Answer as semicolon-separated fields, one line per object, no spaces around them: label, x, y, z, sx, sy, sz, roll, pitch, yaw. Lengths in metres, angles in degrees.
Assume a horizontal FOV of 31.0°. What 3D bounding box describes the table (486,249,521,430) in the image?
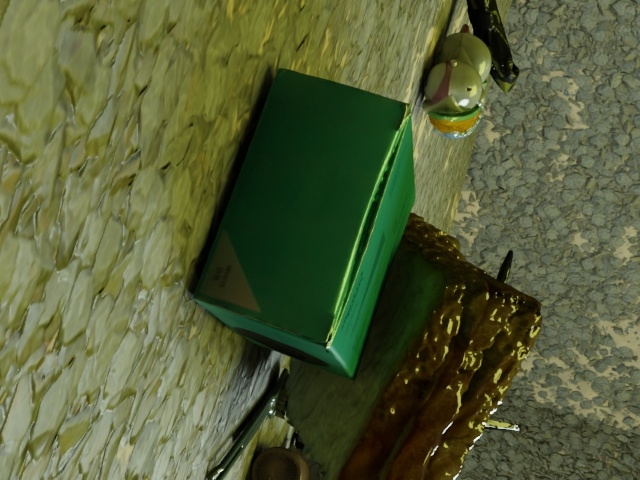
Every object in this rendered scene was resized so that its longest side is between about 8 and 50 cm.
table;0.101;0.120;1.583;0.317;0.317;0.249;59;36;-78

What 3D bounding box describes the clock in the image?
clock;0.226;-0.259;1.909;0.231;0.103;0.144;-71;161;-50

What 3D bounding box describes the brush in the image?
brush;-0.070;0.208;1.268;0.266;0.027;0.062;-46;152;-70

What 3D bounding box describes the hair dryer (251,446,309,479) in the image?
hair dryer;-0.075;0.340;1.418;0.181;0.064;0.117;-63;171;-10

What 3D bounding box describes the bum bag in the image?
bum bag;0.289;-0.365;1.968;0.107;0.060;0.232;-154;-129;-82

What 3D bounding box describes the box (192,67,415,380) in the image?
box;0.000;0.000;1.010;0.311;0.118;0.205;64;43;-78

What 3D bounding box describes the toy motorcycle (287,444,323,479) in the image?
toy motorcycle;-0.002;0.352;1.520;0.260;0.110;0.171;-96;-153;-60

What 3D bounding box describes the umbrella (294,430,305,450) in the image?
umbrella;-0.027;0.353;1.717;0.050;0.046;0.188;-9;127;-29

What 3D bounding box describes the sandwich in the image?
sandwich;0.075;0.112;1.235;0.262;0.131;0.325;-64;-156;10
